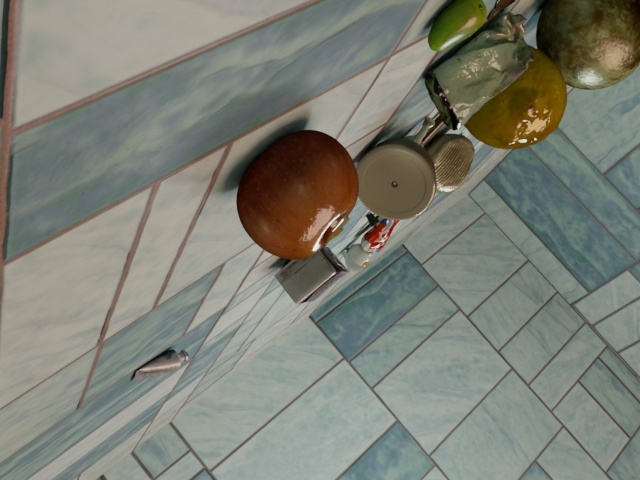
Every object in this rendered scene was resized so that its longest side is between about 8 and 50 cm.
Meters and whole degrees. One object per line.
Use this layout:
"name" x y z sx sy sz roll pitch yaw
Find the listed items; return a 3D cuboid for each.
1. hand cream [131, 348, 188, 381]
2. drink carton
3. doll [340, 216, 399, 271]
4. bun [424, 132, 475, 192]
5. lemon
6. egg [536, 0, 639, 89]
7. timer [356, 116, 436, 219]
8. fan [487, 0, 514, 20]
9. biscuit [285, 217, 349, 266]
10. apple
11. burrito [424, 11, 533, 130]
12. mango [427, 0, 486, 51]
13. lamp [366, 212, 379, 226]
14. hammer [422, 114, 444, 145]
"hand cream" -0.393 0.305 1.922 0.142 0.053 0.084 -18 160 -29
"drink carton" -0.018 0.089 2.074 0.134 0.102 0.222 -42 169 7
"doll" 0.204 -0.032 2.665 0.384 0.099 0.188 -49 169 28
"bun" 0.345 -0.223 2.198 0.173 0.166 0.113 -30 -149 -20
"lemon" 0.407 -0.307 1.681 0.233 0.233 0.288 -43 -168 14
"egg" 0.588 -0.456 1.710 0.238 0.238 0.289 -44 147 18
"timer" 0.188 -0.180 1.759 0.175 0.175 0.266 -46 -172 32
"fan" 0.376 -0.481 1.399 0.153 0.008 0.226 -39 172 -12
"biscuit" 0.000 0.000 2.106 0.153 0.030 0.234 -32 168 -45
"apple" -0.030 -0.066 1.203 0.201 0.162 0.201 -38 170 -8
"burrito" 0.309 -0.335 1.522 0.229 0.089 0.144 -40 128 -6
"mango" 0.212 -0.339 1.236 0.108 0.056 0.073 -44 166 35
"lamp" 0.182 -0.092 2.409 0.121 0.054 0.041 -38 175 42
"hammer" 0.285 -0.285 1.911 0.365 0.043 0.111 -47 169 23
